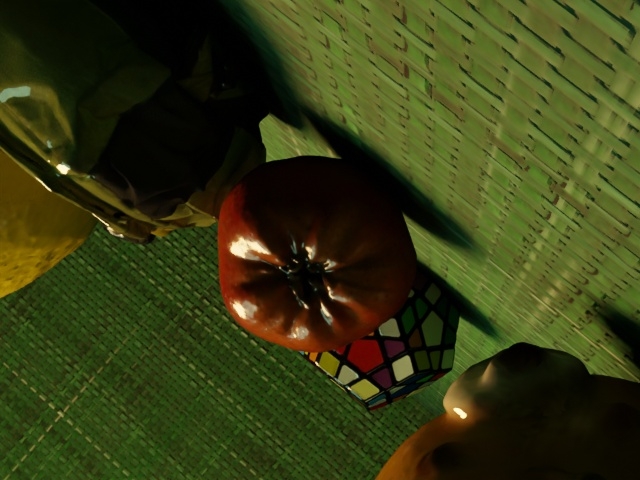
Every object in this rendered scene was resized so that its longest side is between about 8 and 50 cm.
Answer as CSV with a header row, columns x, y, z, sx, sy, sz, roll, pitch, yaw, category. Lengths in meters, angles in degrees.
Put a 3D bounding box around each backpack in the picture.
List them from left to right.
x,y,z,sx,sy,sz,roll,pitch,yaw,category
-0.132,-0.095,0.758,0.207,0.140,0.253,38,-179,20,backpack

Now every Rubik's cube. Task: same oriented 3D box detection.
x,y,z,sx,sy,sz,roll,pitch,yaw,category
0.046,0.071,0.977,0.112,0.133,0.133,64,-178,16,Rubik's cube

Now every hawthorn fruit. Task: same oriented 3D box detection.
x,y,z,sx,sy,sz,roll,pitch,yaw,category
0.002,0.001,0.755,0.125,0.140,0.125,23,131,29,hawthorn fruit

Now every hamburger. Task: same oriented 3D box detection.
x,y,z,sx,sy,sz,roll,pitch,yaw,category
0.128,0.187,0.612,0.276,0.276,0.236,37,153,36,hamburger

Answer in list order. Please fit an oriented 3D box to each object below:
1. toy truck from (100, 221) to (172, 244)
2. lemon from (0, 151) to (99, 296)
x,y,z,sx,sy,sz,roll,pitch,yaw,category
-0.219,-0.080,1.591,0.165,0.147,0.224,13,-169,-40,toy truck
-0.313,-0.102,0.971,0.364,0.364,0.364,40,175,4,lemon
